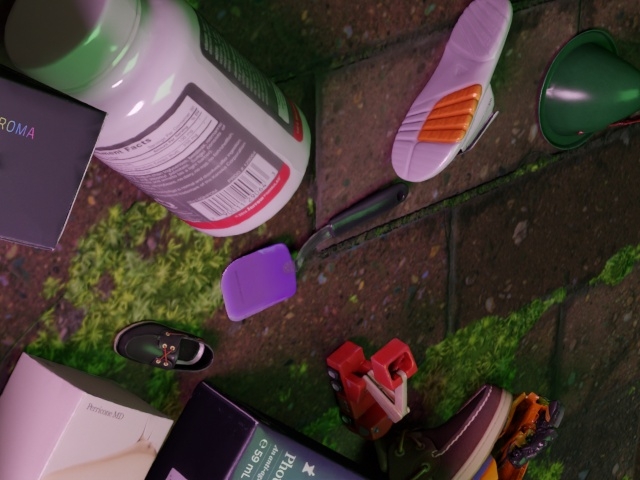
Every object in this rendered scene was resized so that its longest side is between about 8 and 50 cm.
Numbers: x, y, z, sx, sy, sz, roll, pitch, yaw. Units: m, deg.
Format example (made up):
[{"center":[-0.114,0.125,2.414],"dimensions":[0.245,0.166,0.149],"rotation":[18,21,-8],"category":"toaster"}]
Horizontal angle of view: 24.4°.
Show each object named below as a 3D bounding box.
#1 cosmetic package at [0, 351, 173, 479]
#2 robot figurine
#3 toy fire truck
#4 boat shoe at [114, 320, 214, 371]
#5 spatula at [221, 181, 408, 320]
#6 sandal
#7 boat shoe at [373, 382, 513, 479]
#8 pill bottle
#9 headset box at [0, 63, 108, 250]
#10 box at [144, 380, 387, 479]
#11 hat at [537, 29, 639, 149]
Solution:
[{"center":[-0.307,0.293,1.592],"dimensions":[0.160,0.113,0.309],"rotation":[27,90,-53],"category":"cosmetic package"},{"center":[0.239,0.330,2.141],"dimensions":[0.085,0.211,0.291],"rotation":[41,70,-6],"category":"robot figurine"},{"center":[0.073,0.195,1.919],"dimensions":[0.047,0.135,0.192],"rotation":[-38,132,-27],"category":"toy fire truck"},{"center":[-0.178,0.123,1.699],"dimensions":[0.133,0.042,0.049],"rotation":[13,102,-47],"category":"boat shoe"},{"center":[0.000,0.000,1.826],"dimensions":[0.296,0.030,0.084],"rotation":[-34,128,-30],"category":"spatula"},{"center":[0.188,-0.182,1.875],"dimensions":[0.076,0.102,0.265],"rotation":[33,83,-46],"category":"sandal"},{"center":[0.124,0.314,2.035],"dimensions":[0.342,0.123,0.123],"rotation":[-49,-178,2],"category":"boat shoe"},{"center":[-0.161,-0.145,1.479],"dimensions":[0.176,0.176,0.318],"rotation":[-58,138,-7],"category":"pill bottle"},{"center":[-0.353,-0.110,1.219],"dimensions":[0.246,0.283,0.131],"rotation":[17,96,-49],"category":"headset box"},{"center":[-0.068,0.374,1.767],"dimensions":[0.294,0.183,0.296],"rotation":[31,86,-29],"category":"box"},{"center":[0.438,-0.194,2.063],"dimensions":[0.208,0.184,0.173],"rotation":[-37,131,-28],"category":"hat"}]
